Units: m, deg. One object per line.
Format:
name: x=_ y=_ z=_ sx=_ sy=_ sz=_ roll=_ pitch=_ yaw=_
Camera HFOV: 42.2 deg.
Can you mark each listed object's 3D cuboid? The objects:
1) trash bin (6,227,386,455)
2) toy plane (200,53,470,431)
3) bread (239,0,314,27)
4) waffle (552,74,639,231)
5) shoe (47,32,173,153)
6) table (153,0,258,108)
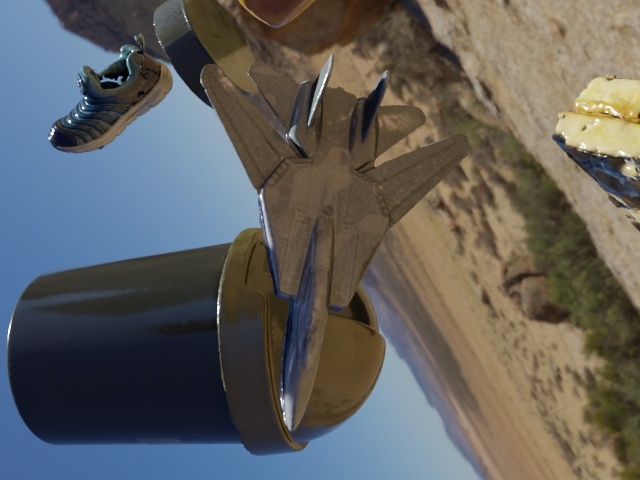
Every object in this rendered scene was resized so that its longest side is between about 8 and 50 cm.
trash bin: x=-0.103 y=0.098 z=0.794 sx=0.214 sy=0.334 sz=0.214 roll=-6 pitch=-90 yaw=-74
toy plane: x=-0.003 y=0.003 z=0.597 sx=0.088 sy=0.212 sz=0.267 roll=140 pitch=141 yaw=-70
bread: x=-0.003 y=-0.363 z=1.039 sx=0.093 sy=0.239 sz=0.073 roll=33 pitch=-134 yaw=-33
waffle: x=0.479 y=-0.043 z=0.982 sx=0.376 sy=0.114 sz=0.261 roll=34 pitch=180 yaw=-32
shoe: x=-0.320 y=-0.213 z=1.218 sx=0.091 sy=0.207 sz=0.106 roll=48 pitch=179 yaw=45
table: x=-0.121 y=-0.208 z=0.903 sx=0.133 sy=0.043 sz=0.133 roll=50 pitch=-157 yaw=-30
